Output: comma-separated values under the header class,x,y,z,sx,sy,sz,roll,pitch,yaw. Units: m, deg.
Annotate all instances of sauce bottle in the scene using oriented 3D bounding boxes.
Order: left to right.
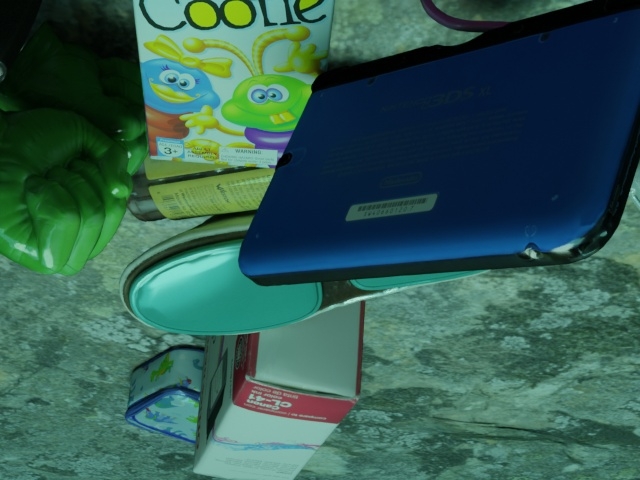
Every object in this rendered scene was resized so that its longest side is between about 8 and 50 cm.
class,x,y,z,sx,sy,sz,roll,pitch,yaw
sauce bottle,-0.018,-0.087,1.048,0.344,0.111,0.111,-6,148,16

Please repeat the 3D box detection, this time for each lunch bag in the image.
class,x,y,z,sx,sy,sz,roll,pitch,yaw
lunch bag,-0.161,0.240,1.635,0.219,0.090,0.176,25,146,-31

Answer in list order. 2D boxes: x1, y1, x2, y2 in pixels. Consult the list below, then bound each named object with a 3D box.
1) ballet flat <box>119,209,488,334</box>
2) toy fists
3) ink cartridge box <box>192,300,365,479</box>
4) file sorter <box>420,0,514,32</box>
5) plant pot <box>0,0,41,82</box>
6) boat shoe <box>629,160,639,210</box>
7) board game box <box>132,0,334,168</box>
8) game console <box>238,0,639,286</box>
class,x,y,z,sx,sy,sz,roll,pitch,yaw
ballet flat,0.000,0.000,1.129,0.400,0.139,0.139,-12,149,-1
toy fists,-0.210,-0.079,0.926,0.142,0.279,0.096,38,117,-19
ink cartridge box,-0.051,0.129,1.304,0.131,0.226,0.306,12,148,-14
file sorter,0.160,-0.274,0.650,0.202,0.182,0.291,2,149,1
plant pot,-0.323,-0.161,0.840,0.187,0.167,0.188,-41,133,22
boat shoe,0.382,-0.025,1.164,0.081,0.079,0.227,-12,142,40
board game box,-0.061,-0.189,0.849,0.144,0.142,0.275,4,149,-2
game console,0.129,-0.049,0.740,0.293,0.250,0.173,-7,142,48
